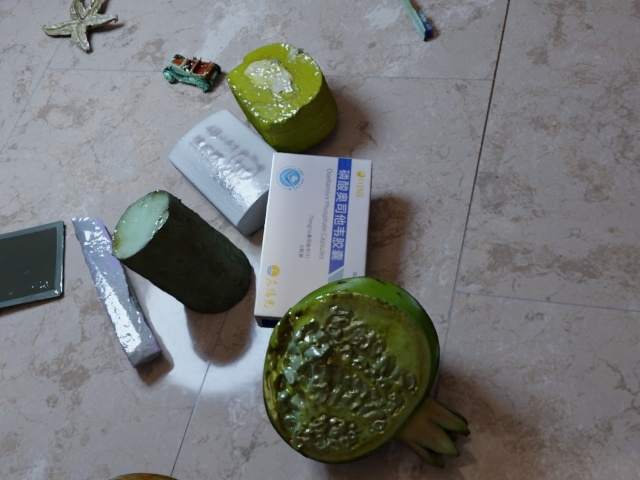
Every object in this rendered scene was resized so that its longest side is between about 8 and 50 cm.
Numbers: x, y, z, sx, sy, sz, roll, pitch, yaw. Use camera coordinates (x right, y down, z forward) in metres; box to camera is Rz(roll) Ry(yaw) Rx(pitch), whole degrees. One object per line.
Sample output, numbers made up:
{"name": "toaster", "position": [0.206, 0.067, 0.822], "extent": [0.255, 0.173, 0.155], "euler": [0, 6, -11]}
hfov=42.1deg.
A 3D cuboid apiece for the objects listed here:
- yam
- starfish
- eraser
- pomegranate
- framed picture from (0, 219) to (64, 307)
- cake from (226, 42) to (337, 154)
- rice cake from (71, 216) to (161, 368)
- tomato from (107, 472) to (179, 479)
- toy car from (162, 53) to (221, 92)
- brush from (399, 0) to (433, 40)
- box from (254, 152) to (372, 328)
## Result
{"name": "yam", "position": [-0.266, 0.025, 1.583], "extent": [0.161, 0.268, 0.161], "euler": [-16, 56, 24]}
{"name": "starfish", "position": [-0.632, -0.583, 2.204], "extent": [0.240, 0.043, 0.227], "euler": [-5, 54, 16]}
{"name": "eraser", "position": [-0.181, -0.150, 1.765], "extent": [0.174, 0.095, 0.270], "euler": [-41, 56, -9]}
{"name": "pomegranate", "position": [0.080, 0.229, 1.383], "extent": [0.358, 0.216, 0.310], "euler": [36, 90, -2]}
{"name": "framed picture", "position": [-0.676, 0.063, 1.799], "extent": [0.252, 0.014, 0.197], "euler": [-12, 55, 2]}
{"name": "cake", "position": [-0.080, -0.314, 1.804], "extent": [0.179, 0.156, 0.260], "euler": [-33, 53, -5]}
{"name": "rice cake", "position": [-0.415, 0.096, 1.686], "extent": [0.070, 0.064, 0.399], "euler": [-24, 54, -12]}
{"name": "tomato", "position": [-0.280, 0.502, 1.288], "extent": [0.270, 0.222, 0.270], "euler": [4, 57, -6]}
{"name": "toy car", "position": [-0.310, -0.407, 1.992], "extent": [0.143, 0.054, 0.073], "euler": [19, 64, 24]}
{"name": "brush", "position": [0.219, -0.533, 1.940], "extent": [0.030, 0.033, 0.178], "euler": [-18, 55, -4]}
{"name": "box", "position": [-0.008, 0.001, 1.579], "extent": [0.200, 0.065, 0.343], "euler": [5, 66, 1]}
